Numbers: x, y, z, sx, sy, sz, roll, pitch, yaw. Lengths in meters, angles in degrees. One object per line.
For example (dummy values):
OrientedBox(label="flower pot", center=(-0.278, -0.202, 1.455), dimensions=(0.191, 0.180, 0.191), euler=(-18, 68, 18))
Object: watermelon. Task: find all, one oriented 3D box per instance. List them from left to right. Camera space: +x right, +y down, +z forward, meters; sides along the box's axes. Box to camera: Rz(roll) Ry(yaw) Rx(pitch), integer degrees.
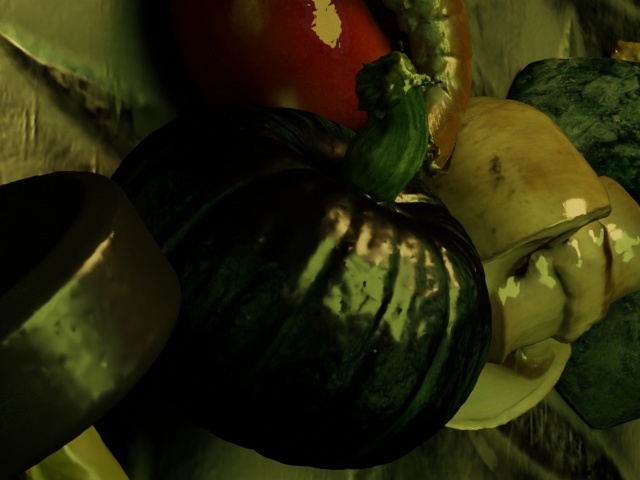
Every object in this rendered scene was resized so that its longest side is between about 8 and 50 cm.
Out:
OrientedBox(label="watermelon", center=(0.267, -0.006, 1.679), dimensions=(0.226, 0.148, 0.318), euler=(-6, 85, -63))

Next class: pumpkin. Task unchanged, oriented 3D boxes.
OrientedBox(label="pumpkin", center=(0.000, 0.000, 1.165), dimensions=(0.248, 0.248, 0.248), euler=(24, 60, -50))

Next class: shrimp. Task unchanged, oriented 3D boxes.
OrientedBox(label="shrimp", center=(0.050, -0.127, 1.241), dimensions=(0.161, 0.049, 0.166), euler=(35, 53, -55))

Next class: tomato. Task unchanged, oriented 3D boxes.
OrientedBox(label="tomato", center=(-0.016, -0.149, 1.316), dimensions=(0.195, 0.136, 0.195), euler=(28, 56, -51))

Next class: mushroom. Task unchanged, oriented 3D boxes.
OrientedBox(label="mushroom", center=(0.117, -0.006, 1.382), dimensions=(0.195, 0.254, 0.189), euler=(-22, 63, -18))

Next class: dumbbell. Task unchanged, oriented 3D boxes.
OrientedBox(label="dumbbell", center=(-0.112, 0.144, 1.017), dimensions=(0.322, 0.203, 0.204), euler=(60, 38, -22))

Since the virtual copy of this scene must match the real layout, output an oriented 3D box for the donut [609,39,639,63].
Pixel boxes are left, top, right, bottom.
OrientedBox(label="donut", center=(0.353, -0.066, 1.862), dimensions=(0.152, 0.101, 0.259), euler=(0, 75, -61))
